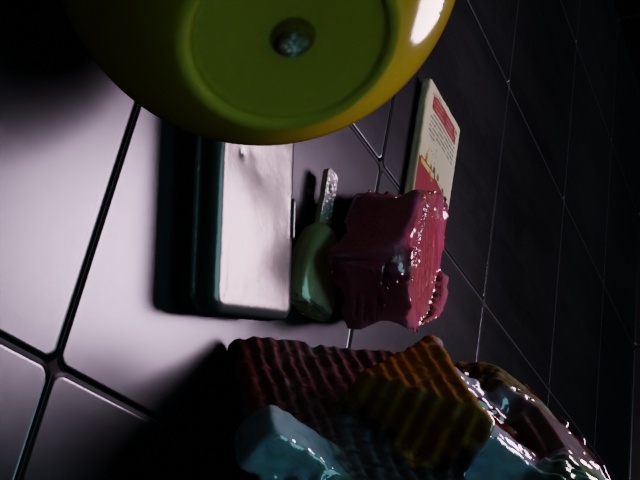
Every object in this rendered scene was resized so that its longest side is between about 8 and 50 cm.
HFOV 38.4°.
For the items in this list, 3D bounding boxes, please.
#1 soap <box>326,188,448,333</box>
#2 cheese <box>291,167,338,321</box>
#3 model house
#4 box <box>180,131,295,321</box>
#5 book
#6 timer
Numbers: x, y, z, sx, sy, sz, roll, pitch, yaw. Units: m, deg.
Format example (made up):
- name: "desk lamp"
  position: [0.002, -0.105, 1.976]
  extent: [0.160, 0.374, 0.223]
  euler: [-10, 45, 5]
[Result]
- name: "soap"
  position: [0.092, 0.023, 1.188]
  extent: [0.289, 0.112, 0.182]
  euler: [-7, 94, -72]
- name: "cheese"
  position: [0.000, 0.000, 1.139]
  extent: [0.097, 0.037, 0.192]
  euler: [43, 51, -53]
- name: "model house"
  position: [0.048, 0.210, 0.910]
  extent: [0.339, 0.297, 0.360]
  euler: [38, 11, -23]
- name: "box"
  position: [-0.085, -0.033, 0.973]
  extent: [0.160, 0.050, 0.230]
  euler: [15, 74, -60]
- name: "book"
  position: [0.185, -0.127, 1.512]
  extent: [0.162, 0.022, 0.232]
  euler: [47, 48, -53]
- name: "timer"
  position: [-0.055, -0.275, 0.789]
  extent: [0.376, 0.376, 0.387]
  euler: [54, 18, -45]
